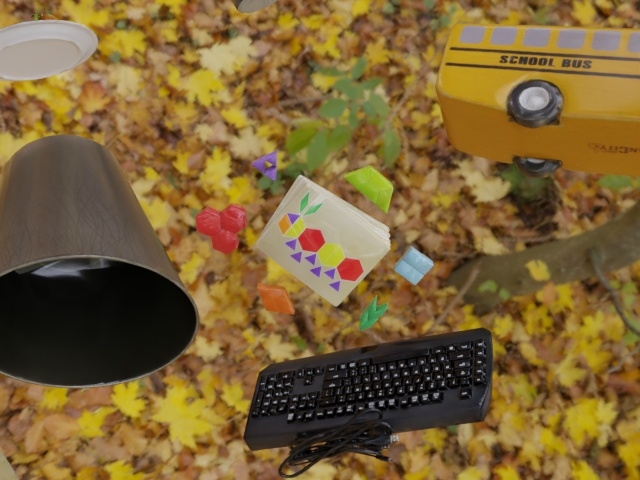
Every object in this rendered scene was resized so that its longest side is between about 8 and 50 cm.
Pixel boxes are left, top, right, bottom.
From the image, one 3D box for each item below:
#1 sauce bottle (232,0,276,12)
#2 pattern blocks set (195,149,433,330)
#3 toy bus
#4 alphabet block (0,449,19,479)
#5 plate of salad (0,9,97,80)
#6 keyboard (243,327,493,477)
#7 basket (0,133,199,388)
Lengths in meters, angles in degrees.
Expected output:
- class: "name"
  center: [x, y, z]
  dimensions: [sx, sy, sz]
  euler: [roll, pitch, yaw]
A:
- class: "sauce bottle"
  center: [-0.147, -0.451, 1.025]
  dimensions: [0.111, 0.111, 0.344]
  euler: [-21, 83, -51]
- class: "pattern blocks set"
  center: [0.000, 0.000, 1.286]
  dimensions: [0.325, 0.285, 0.026]
  euler: [46, 16, -15]
- class: "toy bus"
  center: [0.289, -0.137, 0.828]
  dimensions: [0.108, 0.333, 0.130]
  euler: [61, 42, -57]
- class: "alphabet block"
  center: [-0.565, 0.367, 1.152]
  dimensions: [0.193, 0.192, 0.197]
  euler: [52, 8, 11]
- class: "plate of salad"
  center: [-0.451, -0.303, 1.291]
  dimensions: [0.200, 0.200, 0.048]
  euler: [-8, 78, -49]
- class: "keyboard"
  center: [0.027, 0.110, 0.585]
  dimensions: [0.038, 0.192, 0.100]
  euler: [52, 33, -40]
- class: "basket"
  center: [-0.240, 0.008, 0.797]
  dimensions: [0.205, 0.154, 0.226]
  euler: [9, 33, -30]
